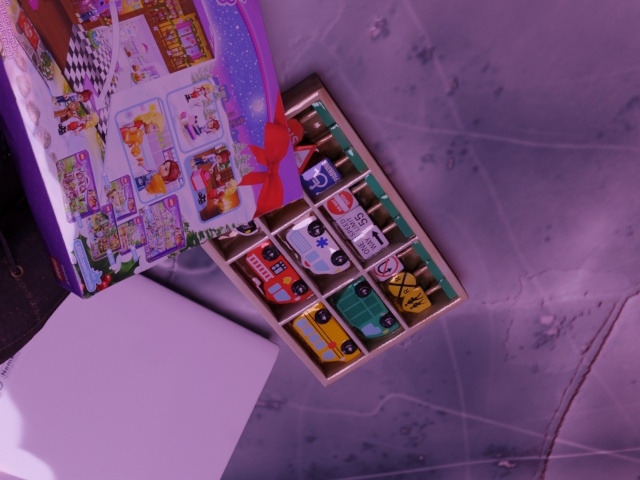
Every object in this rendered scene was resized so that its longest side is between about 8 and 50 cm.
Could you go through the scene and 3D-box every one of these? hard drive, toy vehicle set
[{"bbox_3d":[-0.213,0.120,0.899,0.318,0.040,0.210,30,79,-25],"label":"hard drive"},{"bbox_3d":[0.000,0.000,0.930,0.166,0.035,0.267,-33,121,8],"label":"toy vehicle set"}]

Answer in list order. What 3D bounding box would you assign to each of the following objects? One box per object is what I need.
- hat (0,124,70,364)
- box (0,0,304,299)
[{"bbox_3d":[-0.292,-0.066,0.741,0.331,0.133,0.332,-11,104,-51],"label":"hat"},{"bbox_3d":[-0.135,-0.131,0.740,0.200,0.057,0.293,-26,116,-29],"label":"box"}]
